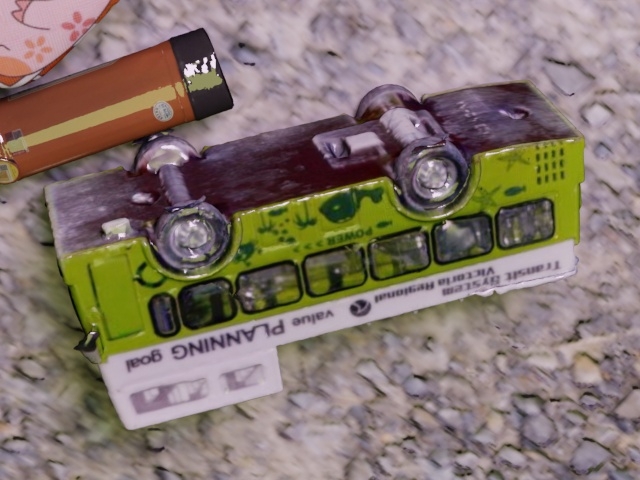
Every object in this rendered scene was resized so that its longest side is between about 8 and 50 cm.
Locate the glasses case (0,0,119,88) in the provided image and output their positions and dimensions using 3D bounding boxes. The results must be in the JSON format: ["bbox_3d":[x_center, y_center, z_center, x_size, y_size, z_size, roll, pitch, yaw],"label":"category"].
[{"bbox_3d":[-0.113,-0.192,0.772,0.103,0.067,0.267,39,102,-27],"label":"glasses case"}]

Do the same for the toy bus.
[{"bbox_3d":[0.000,0.000,0.871,0.301,0.113,0.139,-14,121,-8],"label":"toy bus"}]

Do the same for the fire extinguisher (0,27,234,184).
[{"bbox_3d":[-0.138,-0.065,0.837,0.177,0.050,0.062,-20,116,-2],"label":"fire extinguisher"}]
